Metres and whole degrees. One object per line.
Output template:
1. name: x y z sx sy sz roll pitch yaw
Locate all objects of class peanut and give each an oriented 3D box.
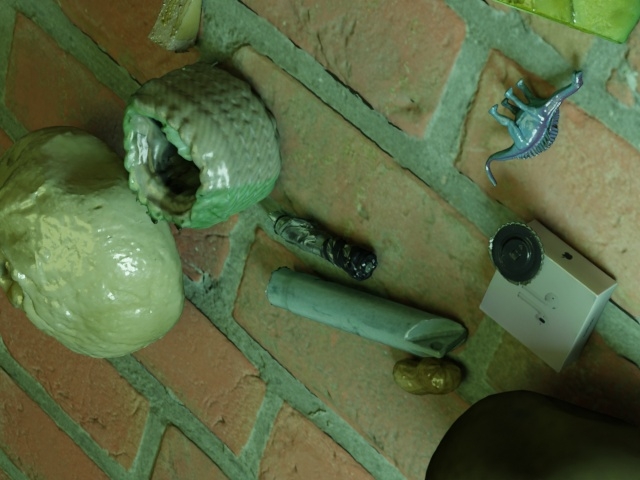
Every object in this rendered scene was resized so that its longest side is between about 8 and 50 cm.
1. peanut: 0.139 0.178 2.104 0.113 0.054 0.054 -4 107 46

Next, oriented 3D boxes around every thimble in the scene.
1. thimble: -0.169 -0.129 2.177 0.219 0.150 0.219 23 126 36

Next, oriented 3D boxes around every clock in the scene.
1. clock: 0.232 0.014 1.878 0.074 0.010 0.083 50 136 15

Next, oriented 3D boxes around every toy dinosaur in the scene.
1. toy dinosaur: 0.238 -0.137 1.843 0.080 0.045 0.197 43 132 6

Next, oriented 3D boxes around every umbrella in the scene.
1. umbrella: 0.000 0.000 2.156 0.188 0.046 0.050 28 124 39

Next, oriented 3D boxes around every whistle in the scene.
1. whistle: 0.057 0.098 2.136 0.312 0.062 0.062 17 122 39

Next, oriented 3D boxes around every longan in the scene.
1. longan: 0.274 0.318 1.872 0.350 0.288 0.288 2 112 46

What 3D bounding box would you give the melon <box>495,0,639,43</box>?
1. melon: 0.200 -0.330 1.726 0.323 0.124 0.196 22 124 43

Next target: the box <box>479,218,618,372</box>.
1. box: 0.272 0.066 1.909 0.129 0.051 0.130 40 134 24

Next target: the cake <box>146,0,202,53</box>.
1. cake: -0.192 -0.318 2.174 0.052 0.065 0.121 30 122 28

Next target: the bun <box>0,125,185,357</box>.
1. bun: -0.363 0.017 2.343 0.349 0.227 0.352 24 141 53
